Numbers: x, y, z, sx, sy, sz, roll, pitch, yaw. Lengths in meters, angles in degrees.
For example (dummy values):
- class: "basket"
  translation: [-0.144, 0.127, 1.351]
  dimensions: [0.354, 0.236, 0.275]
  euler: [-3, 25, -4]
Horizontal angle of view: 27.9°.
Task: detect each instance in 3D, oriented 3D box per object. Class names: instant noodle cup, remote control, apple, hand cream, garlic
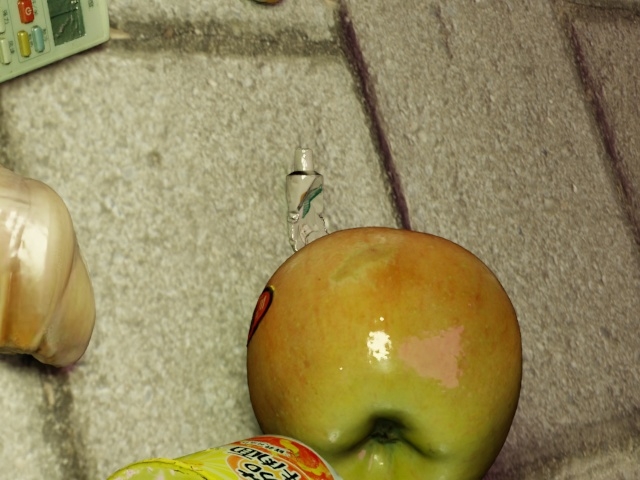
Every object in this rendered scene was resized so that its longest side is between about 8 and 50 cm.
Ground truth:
- class: "instant noodle cup"
  translation: [-0.091, 0.324, 1.346]
  dimensions: [0.200, 0.264, 0.264]
  euler: [-17, 84, -56]
- class: "remote control"
  translation: [-0.361, -0.248, 1.429]
  dimensions: [0.344, 0.050, 0.145]
  euler: [-38, 129, -52]
- class: "apple"
  translation: [0.068, 0.164, 1.514]
  dimensions: [0.338, 0.338, 0.305]
  euler: [38, 37, -27]
- class: "hand cream"
  translation: [-0.003, 0.001, 1.735]
  dimensions: [0.084, 0.050, 0.257]
  euler: [-11, 85, -46]
- class: "garlic"
  translation: [-0.333, 0.014, 1.346]
  dimensions: [0.217, 0.110, 0.228]
  euler: [5, 68, -41]

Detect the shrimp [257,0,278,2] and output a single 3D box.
- class: "shrimp"
  translation: [-0.094, -0.471, 1.858]
  dimensions: [0.152, 0.063, 0.287]
  euler: [13, 65, -44]
